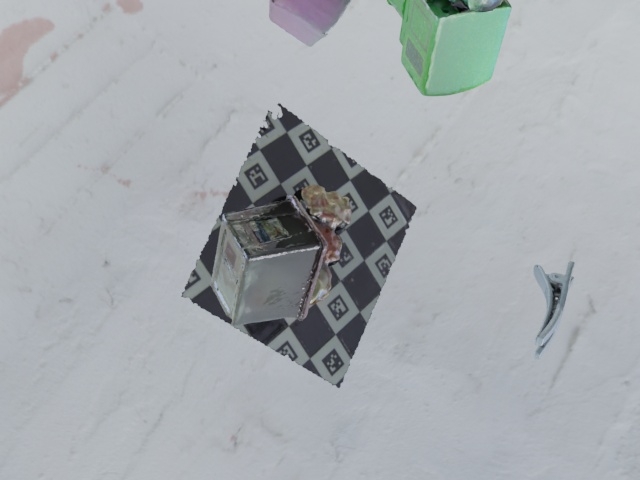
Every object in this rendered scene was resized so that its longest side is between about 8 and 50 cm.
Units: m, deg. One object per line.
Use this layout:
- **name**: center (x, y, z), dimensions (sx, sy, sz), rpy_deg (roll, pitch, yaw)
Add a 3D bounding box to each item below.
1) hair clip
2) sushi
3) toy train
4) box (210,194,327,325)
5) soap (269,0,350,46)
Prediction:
- **hair clip**: center (0.212, 0.063, 0.617), dimensions (0.039, 0.030, 0.115), rpy_deg (6, -142, 27)
- **sushi**: center (0.000, 0.000, 0.814), dimensions (0.264, 0.050, 0.290), rpy_deg (35, -116, -24)
- **toy train**: center (0.065, -0.225, 0.492), dimensions (0.085, 0.119, 0.251), rpy_deg (-13, -129, -13)
- **box**: center (-0.041, 0.019, 0.483), dimensions (0.063, 0.085, 0.060), rpy_deg (-12, -132, -30)
- **soap**: center (0.015, -0.323, 0.750), dimensions (0.081, 0.259, 0.181), rpy_deg (33, -80, -12)
